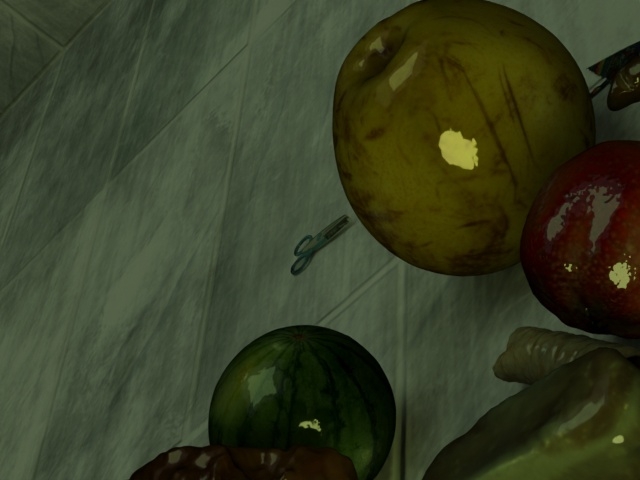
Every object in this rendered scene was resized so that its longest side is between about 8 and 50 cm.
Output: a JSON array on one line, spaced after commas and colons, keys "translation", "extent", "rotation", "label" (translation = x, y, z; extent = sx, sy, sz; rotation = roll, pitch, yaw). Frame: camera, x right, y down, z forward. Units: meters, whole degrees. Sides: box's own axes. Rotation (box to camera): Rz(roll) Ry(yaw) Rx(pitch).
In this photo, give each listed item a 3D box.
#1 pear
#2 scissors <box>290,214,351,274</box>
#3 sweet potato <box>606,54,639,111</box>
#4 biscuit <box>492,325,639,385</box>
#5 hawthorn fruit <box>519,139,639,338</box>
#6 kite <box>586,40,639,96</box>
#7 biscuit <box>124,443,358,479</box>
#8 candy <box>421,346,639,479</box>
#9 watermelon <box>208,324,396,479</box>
[{"translation": [0.140, -0.108, 1.811], "extent": [0.281, 0.280, 0.281], "rotation": [-44, 23, 24], "label": "pear"}, {"translation": [0.000, 0.000, 2.276], "extent": [0.119, 0.014, 0.058], "rotation": [-38, 30, 42], "label": "scissors"}, {"translation": [0.408, -0.223, 1.638], "extent": [0.346, 0.108, 0.079], "rotation": [-47, 10, 16], "label": "sweet potato"}, {"translation": [0.221, 0.110, 1.581], "extent": [0.061, 0.055, 0.219], "rotation": [-38, 16, -15], "label": "biscuit"}, {"translation": [0.260, -0.011, 1.554], "extent": [0.169, 0.169, 0.188], "rotation": [-9, 51, 61], "label": "hawthorn fruit"}, {"translation": [0.313, -0.180, 1.914], "extent": [0.090, 0.004, 0.122], "rotation": [-47, 22, 15], "label": "kite"}, {"translation": [-0.127, 0.393, 1.618], "extent": [0.342, 0.166, 0.395], "rotation": [-33, 45, 51], "label": "biscuit"}, {"translation": [0.187, 0.179, 1.477], "extent": [0.234, 0.104, 0.102], "rotation": [-34, 29, 41], "label": "candy"}, {"translation": [-0.019, 0.190, 1.801], "extent": [0.188, 0.188, 0.215], "rotation": [-102, 11, -63], "label": "watermelon"}]
